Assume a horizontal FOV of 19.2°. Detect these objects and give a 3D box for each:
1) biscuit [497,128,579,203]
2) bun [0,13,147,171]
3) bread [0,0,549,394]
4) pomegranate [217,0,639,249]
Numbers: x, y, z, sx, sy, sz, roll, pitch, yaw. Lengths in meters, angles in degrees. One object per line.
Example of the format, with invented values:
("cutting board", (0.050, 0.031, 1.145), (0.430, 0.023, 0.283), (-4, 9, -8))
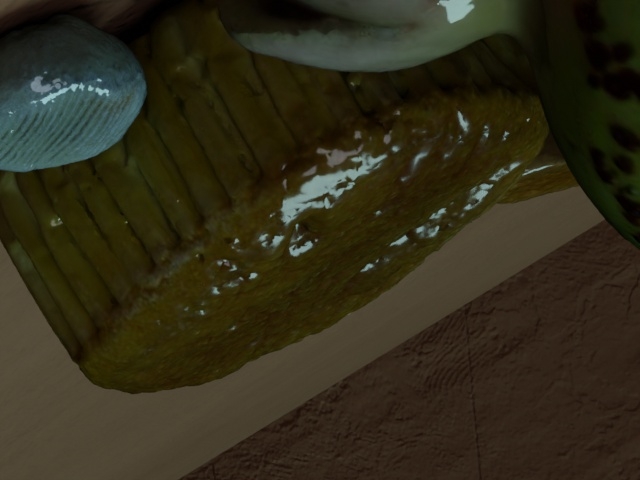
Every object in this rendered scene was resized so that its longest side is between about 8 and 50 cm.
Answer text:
("biscuit", (0.220, -0.078, 0.993), (0.295, 0.044, 0.186), (-9, 169, -36))
("bun", (-0.110, -0.060, 0.758), (0.083, 0.045, 0.083), (-21, 157, -9))
("bread", (-0.021, -0.037, 0.885), (0.253, 0.142, 0.227), (-32, 165, 26))
("pomegranate", (0.128, -0.119, 0.665), (0.340, 0.285, 0.285), (0, 171, 2))
